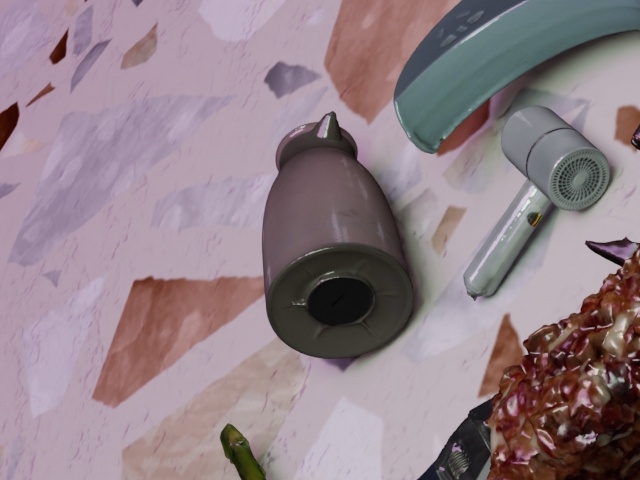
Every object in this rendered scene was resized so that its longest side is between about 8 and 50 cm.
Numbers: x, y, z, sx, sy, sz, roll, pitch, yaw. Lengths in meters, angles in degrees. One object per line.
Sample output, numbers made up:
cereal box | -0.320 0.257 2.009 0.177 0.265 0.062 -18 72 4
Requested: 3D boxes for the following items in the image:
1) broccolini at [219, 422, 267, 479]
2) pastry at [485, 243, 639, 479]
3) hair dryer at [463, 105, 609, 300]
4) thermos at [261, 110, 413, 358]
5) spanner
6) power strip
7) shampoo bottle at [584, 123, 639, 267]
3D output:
broccolini | -0.027 0.208 1.292 0.254 0.071 0.057 -119 22 -64
pastry | 0.176 0.077 1.075 0.208 0.115 0.097 -47 40 19
hair dryer | 0.135 -0.020 1.282 0.137 0.047 0.082 -59 31 12
thermos | 0.000 0.000 1.404 0.193 0.105 0.137 -101 20 -52
spanner | 0.029 0.196 1.263 0.316 0.024 0.087 -37 36 32
power strip | 0.169 -0.158 1.295 0.253 0.054 0.167 -26 27 32
shampoo bottle | 0.246 -0.085 1.159 0.068 0.067 0.236 24 83 49
